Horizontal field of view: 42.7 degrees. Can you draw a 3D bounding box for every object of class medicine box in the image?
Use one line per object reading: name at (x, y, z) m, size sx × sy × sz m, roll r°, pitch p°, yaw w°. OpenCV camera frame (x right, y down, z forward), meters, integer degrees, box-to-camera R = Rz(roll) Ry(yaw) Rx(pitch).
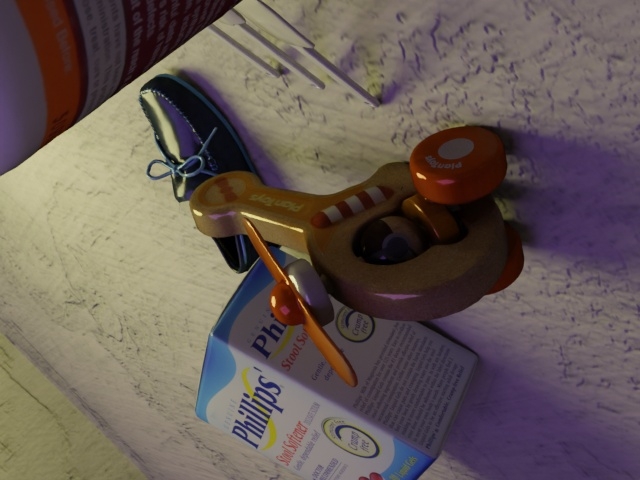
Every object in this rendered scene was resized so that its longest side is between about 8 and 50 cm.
medicine box at (0.006, 0.187, 1.032) m, size 0.289 × 0.149 × 0.263 m, roll 28°, pitch 146°, yaw 6°

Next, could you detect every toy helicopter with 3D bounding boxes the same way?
toy helicopter at (0.000, 0.000, 0.774) m, size 0.355 × 0.235 × 0.140 m, roll 14°, pitch 138°, yaw 37°

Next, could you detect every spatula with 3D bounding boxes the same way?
spatula at (-0.052, -0.176, 0.708) m, size 0.168 × 0.019 × 0.242 m, roll 21°, pitch 180°, yaw 29°

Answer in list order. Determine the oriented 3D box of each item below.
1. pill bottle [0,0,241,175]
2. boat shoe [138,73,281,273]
pill bottle at (-0.114, -0.232, 0.479) m, size 0.224 × 0.392 × 0.224 m, roll 28°, pitch 144°, yaw 22°
boat shoe at (-0.131, -0.073, 0.962) m, size 0.109 × 0.089 × 0.258 m, roll -13°, pitch 119°, yaw 52°
